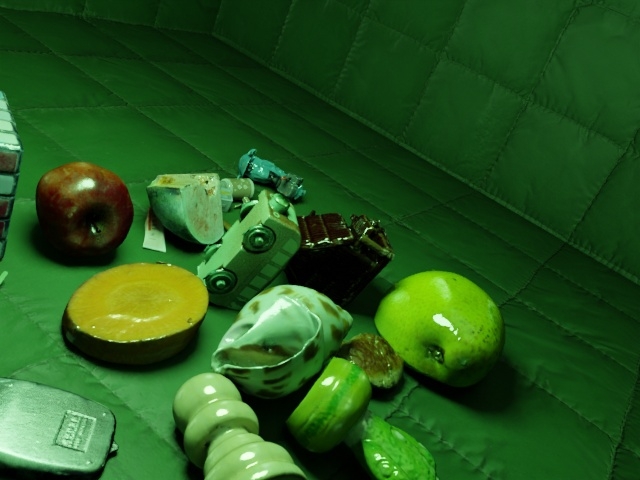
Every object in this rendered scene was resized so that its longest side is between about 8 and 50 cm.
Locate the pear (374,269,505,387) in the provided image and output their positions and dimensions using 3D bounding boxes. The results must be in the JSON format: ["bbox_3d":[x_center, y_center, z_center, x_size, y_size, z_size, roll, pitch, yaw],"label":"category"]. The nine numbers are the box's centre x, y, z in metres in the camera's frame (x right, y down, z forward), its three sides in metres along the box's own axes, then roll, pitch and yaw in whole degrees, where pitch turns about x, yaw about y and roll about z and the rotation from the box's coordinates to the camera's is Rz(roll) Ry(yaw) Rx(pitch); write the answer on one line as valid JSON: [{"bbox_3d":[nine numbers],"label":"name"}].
[{"bbox_3d":[0.331,0.232,1.589,0.342,0.239,0.318,22,17,-5],"label":"pear"}]

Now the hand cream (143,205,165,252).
[{"bbox_3d":[-0.451,-0.041,1.671,0.052,0.038,0.216,-11,38,-8],"label":"hand cream"}]

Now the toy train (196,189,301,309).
[{"bbox_3d":[-0.163,0.026,1.466,0.159,0.326,0.129,28,27,-33],"label":"toy train"}]

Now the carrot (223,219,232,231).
[{"bbox_3d":[-0.226,-0.005,1.788,0.254,0.049,0.049,36,27,33],"label":"carrot"}]

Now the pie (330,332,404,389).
[{"bbox_3d":[0.117,0.291,1.469,0.193,0.079,0.163,-9,44,-48],"label":"pie"}]

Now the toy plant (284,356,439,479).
[{"bbox_3d":[0.100,0.383,1.181,0.315,0.185,0.224,38,8,4],"label":"toy plant"}]

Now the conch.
[{"bbox_3d":[-0.064,0.207,1.287,0.368,0.197,0.249,-34,30,-30],"label":"conch"}]

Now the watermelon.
[{"bbox_3d":[-0.377,-0.087,1.696,0.175,0.188,0.322,2,9,16],"label":"watermelon"}]

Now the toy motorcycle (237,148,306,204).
[{"bbox_3d":[-0.183,-0.230,2.169,0.272,0.124,0.182,31,16,15],"label":"toy motorcycle"}]

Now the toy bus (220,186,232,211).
[{"bbox_3d":[-0.366,-0.137,1.896,0.190,0.064,0.075,8,42,-31],"label":"toy bus"}]

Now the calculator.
[{"bbox_3d":[-0.457,0.302,0.993,0.268,0.040,0.177,21,27,-17],"label":"calculator"}]

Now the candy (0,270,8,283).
[{"bbox_3d":[-0.634,0.126,1.141,0.084,0.078,0.288,33,17,-21],"label":"candy"}]

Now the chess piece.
[{"bbox_3d":[-0.160,0.349,1.048,0.166,0.167,0.299,4,24,-36],"label":"chess piece"}]

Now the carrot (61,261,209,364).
[{"bbox_3d":[-0.382,0.145,1.290,0.258,0.100,0.307,35,29,27],"label":"carrot"}]

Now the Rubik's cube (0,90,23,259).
[{"bbox_3d":[-0.806,-0.153,1.272,0.291,0.287,0.293,2,33,-40],"label":"Rubik's cube"}]

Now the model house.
[{"bbox_3d":[0.000,0.000,1.674,0.282,0.297,0.317,22,27,-18],"label":"model house"}]

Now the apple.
[{"bbox_3d":[-0.546,-0.073,1.434,0.233,0.234,0.234,20,26,-10],"label":"apple"}]

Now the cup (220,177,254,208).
[{"bbox_3d":[-0.276,-0.152,2.011,0.099,0.102,0.074,-4,-1,-43],"label":"cup"}]
